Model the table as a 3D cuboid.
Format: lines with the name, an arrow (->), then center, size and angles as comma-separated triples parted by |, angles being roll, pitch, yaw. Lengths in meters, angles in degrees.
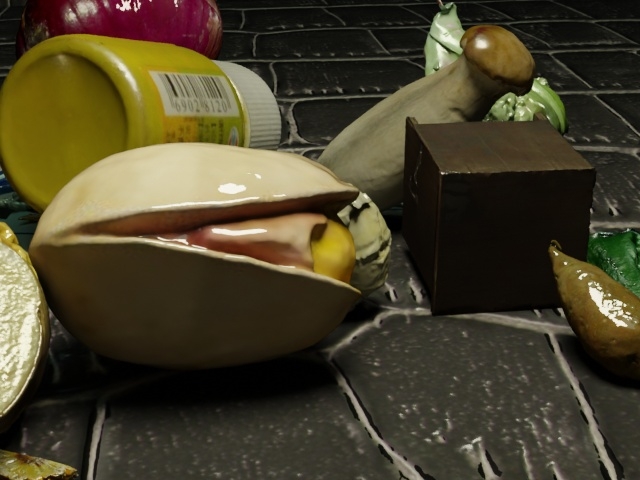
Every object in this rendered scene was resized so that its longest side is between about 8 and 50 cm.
table -> 0.192, -0.035, 1.238 | 0.169, 0.172, 0.193 | -3, 25, -7

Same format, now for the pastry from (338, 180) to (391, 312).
pastry -> 0.000, 0.000, 1.180 | 0.166, 0.165, 0.088 | 11, 26, 28

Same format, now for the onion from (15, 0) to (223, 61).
onion -> -0.313, -0.289, 1.804 | 0.348, 0.347, 0.385 | -11, 58, -24

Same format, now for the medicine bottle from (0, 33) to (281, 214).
medicine bottle -> -0.214, -0.143, 1.401 | 0.224, 0.224, 0.384 | 9, 10, 23

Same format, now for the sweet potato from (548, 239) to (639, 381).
sweet potato -> 0.297, 0.099, 1.033 | 0.075, 0.074, 0.269 | -13, 40, -28

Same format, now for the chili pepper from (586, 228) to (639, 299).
chili pepper -> 0.330, 0.059, 1.163 | 0.088, 0.059, 0.227 | -3, 25, 6

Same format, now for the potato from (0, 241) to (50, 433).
potato -> -0.288, 0.115, 0.935 | 0.098, 0.138, 0.243 | 9, 44, -9

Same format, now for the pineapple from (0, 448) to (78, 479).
pineapple -> -0.244, 0.189, 0.883 | 0.083, 0.019, 0.045 | 9, 21, 20

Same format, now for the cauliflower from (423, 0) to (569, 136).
cauliflower -> 0.214, -0.201, 1.537 | 0.256, 0.315, 0.239 | -20, -13, -22

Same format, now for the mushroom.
mushroom -> 0.118, -0.136, 1.371 | 0.350, 0.128, 0.128 | -40, 1, 31

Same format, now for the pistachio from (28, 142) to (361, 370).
pistachio -> -0.116, 0.011, 1.036 | 0.309, 0.229, 0.230 | -1, 21, -1

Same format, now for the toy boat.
toy boat -> -0.345, -0.004, 1.367 | 0.221, 0.067, 0.291 | -9, 34, -25

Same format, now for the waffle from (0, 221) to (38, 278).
waffle -> -0.404, -0.013, 1.123 | 0.283, 0.065, 0.309 | 40, 3, -6
